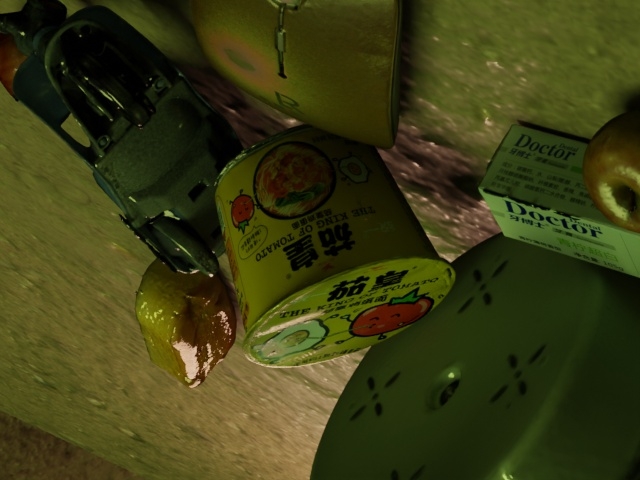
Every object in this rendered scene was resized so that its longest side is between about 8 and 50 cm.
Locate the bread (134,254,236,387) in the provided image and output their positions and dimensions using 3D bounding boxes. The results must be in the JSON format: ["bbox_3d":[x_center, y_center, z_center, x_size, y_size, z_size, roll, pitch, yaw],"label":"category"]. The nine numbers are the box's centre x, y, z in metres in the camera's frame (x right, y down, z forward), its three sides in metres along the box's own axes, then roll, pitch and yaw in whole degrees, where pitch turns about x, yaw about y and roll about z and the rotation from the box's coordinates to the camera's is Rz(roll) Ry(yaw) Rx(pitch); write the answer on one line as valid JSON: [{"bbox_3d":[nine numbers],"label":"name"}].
[{"bbox_3d":[-0.158,0.098,2.124,0.094,0.102,0.245,28,160,12],"label":"bread"}]

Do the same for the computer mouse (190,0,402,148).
[{"bbox_3d":[-0.011,-0.148,1.300,0.158,0.072,0.310,24,160,11],"label":"computer mouse"}]

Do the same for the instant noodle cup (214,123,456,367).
[{"bbox_3d":[0.000,0.000,1.473,0.182,0.182,0.144,78,171,-66],"label":"instant noodle cup"}]

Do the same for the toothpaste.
[{"bbox_3d":[0.275,0.000,1.266,0.336,0.067,0.081,19,159,31],"label":"toothpaste"}]

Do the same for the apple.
[{"bbox_3d":[0.220,-0.047,1.210,0.089,0.074,0.089,27,160,11],"label":"apple"}]

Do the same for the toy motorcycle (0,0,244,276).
[{"bbox_3d":[-0.167,-0.097,1.542,0.212,0.125,0.358,38,171,32],"label":"toy motorcycle"}]

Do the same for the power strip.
[{"bbox_3d":[0.153,0.153,1.454,0.161,0.357,0.357,38,160,-20],"label":"power strip"}]

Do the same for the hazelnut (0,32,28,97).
[{"bbox_3d":[-0.252,-0.163,1.623,0.086,0.086,0.086,26,162,10],"label":"hazelnut"}]
